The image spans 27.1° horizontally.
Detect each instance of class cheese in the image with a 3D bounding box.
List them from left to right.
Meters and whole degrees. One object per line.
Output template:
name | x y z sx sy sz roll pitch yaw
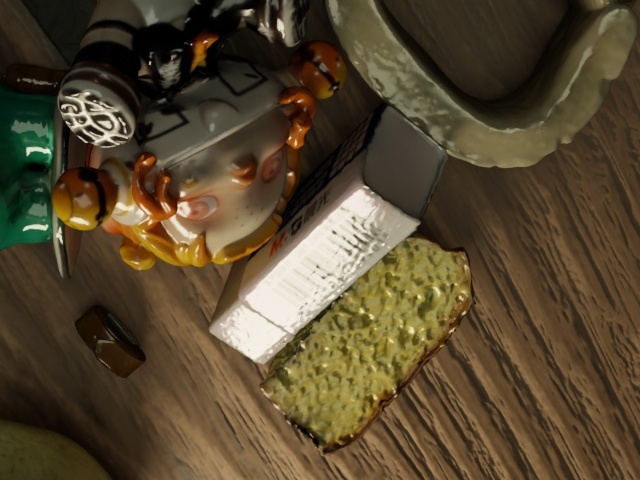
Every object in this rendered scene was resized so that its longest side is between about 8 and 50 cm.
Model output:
cheese | 0.163 -0.245 1.311 0.292 0.153 0.332 -35 105 7

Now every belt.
belt | -0.226 0.109 1.433 0.036 0.059 0.083 -40 102 8

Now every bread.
bread | 0.049 0.090 1.405 0.129 0.134 0.260 38 95 -9

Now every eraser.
eraser | 0.000 0.000 1.316 0.086 0.130 0.287 36 131 -13

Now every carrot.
carrot | -0.249 -0.156 1.377 0.165 0.036 0.036 9 104 -7

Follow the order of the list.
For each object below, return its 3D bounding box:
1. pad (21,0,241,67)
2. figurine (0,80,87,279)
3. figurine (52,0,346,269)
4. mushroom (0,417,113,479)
pad | -0.222 -0.330 1.287 0.247 0.007 0.367 -31 104 18
figurine | -0.405 -0.075 1.290 0.340 0.231 0.324 3 122 -2
figurine | -0.124 -0.105 1.259 0.320 0.196 0.323 -29 144 -23
mushroom | -0.349 0.356 1.387 0.352 0.260 0.352 -11 107 -39
